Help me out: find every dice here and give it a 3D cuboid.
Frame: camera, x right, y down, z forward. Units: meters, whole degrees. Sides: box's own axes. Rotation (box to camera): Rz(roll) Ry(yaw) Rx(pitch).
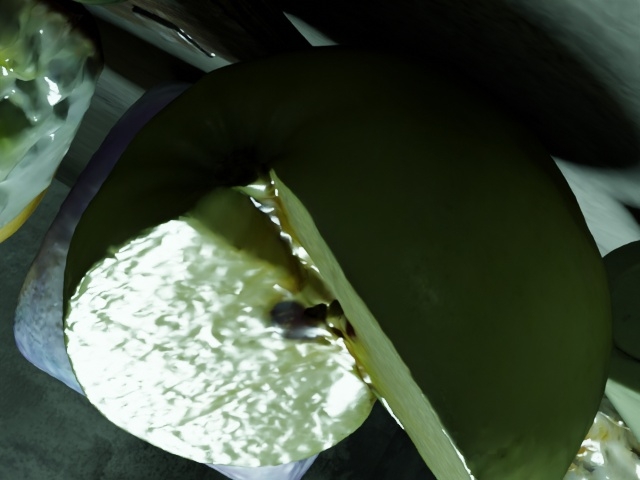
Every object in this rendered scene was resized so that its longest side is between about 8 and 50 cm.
[{"bbox_3d":[-0.080,0.043,1.632,0.270,0.270,0.271,29,175,6],"label":"dice"}]

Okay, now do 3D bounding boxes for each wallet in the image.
[{"bbox_3d":[-0.101,-0.158,1.165,0.230,0.042,0.124,24,169,39],"label":"wallet"}]

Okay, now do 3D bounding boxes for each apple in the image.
[{"bbox_3d":[0.019,0.014,1.072,0.295,0.233,0.258,5,141,35],"label":"apple"}]

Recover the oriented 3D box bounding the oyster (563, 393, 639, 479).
[{"bbox_3d":[0.349,0.218,1.714,0.337,0.133,0.198,27,172,7],"label":"oyster"}]

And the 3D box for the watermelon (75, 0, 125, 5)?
[{"bbox_3d":[-0.133,-0.171,1.056,0.110,0.078,0.078,27,174,10],"label":"watermelon"}]

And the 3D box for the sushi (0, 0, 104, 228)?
[{"bbox_3d":[-0.330,-0.119,1.193,0.294,0.299,0.281,45,163,19],"label":"sushi"}]

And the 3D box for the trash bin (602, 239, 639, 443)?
[{"bbox_3d":[0.288,0.111,1.206,0.243,0.121,0.247,26,169,32],"label":"trash bin"}]

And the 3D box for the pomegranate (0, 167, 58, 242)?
[{"bbox_3d":[-0.325,-0.117,1.485,0.307,0.307,0.307,30,174,3],"label":"pomegranate"}]
